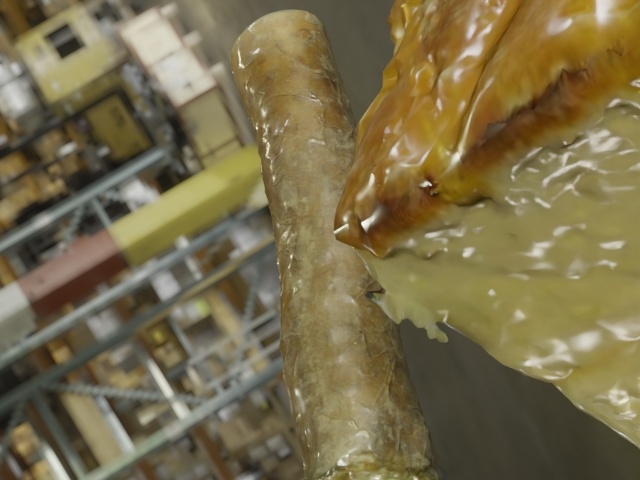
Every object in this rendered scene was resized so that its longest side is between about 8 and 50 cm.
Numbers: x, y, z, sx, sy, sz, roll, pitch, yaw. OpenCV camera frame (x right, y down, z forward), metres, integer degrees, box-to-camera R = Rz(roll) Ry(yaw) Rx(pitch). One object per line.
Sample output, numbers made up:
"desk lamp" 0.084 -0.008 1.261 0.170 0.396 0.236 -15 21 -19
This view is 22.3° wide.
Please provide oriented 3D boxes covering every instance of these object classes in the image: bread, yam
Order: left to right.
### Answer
"yam" 0.000 0.000 0.983 0.081 0.081 0.356 70 -175 -54
"bread" 0.178 -0.096 0.529 0.207 0.279 0.279 36 -138 -20
